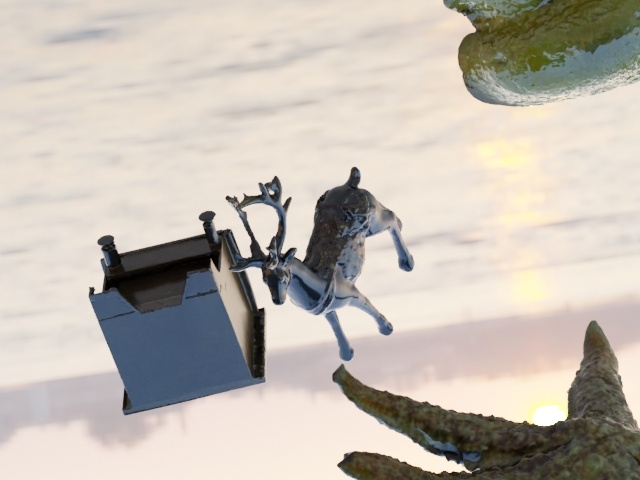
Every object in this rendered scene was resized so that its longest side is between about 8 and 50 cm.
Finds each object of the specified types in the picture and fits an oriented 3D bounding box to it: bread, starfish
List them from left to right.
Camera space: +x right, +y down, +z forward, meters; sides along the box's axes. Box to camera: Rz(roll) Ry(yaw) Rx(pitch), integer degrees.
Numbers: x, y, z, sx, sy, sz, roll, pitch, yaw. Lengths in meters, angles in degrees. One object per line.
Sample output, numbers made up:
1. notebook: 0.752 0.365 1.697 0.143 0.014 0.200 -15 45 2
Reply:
1. bread: 0.173 -0.167 1.207 0.188 0.149 0.065 -15 -172 -4
2. starfish: 0.113 0.092 0.765 0.223 0.050 0.217 17 -156 -7

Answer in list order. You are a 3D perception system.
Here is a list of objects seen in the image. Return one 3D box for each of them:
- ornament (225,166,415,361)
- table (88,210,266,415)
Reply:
1. ornament: 0.000 0.000 0.782 0.028 0.073 0.125 10 163 34
2. table: -0.081 0.037 1.039 0.083 0.082 0.070 -13 -148 7
